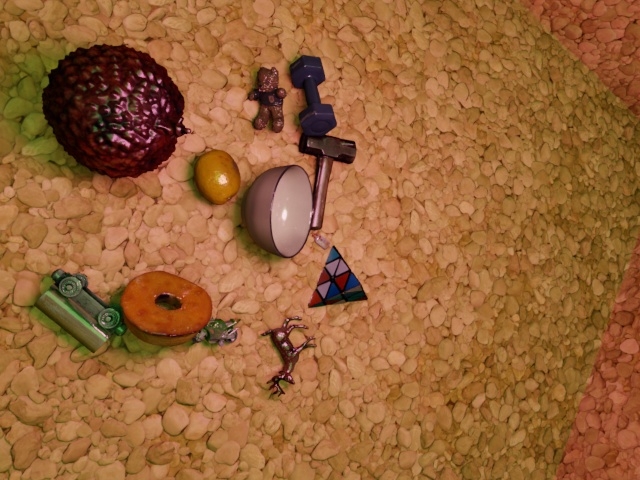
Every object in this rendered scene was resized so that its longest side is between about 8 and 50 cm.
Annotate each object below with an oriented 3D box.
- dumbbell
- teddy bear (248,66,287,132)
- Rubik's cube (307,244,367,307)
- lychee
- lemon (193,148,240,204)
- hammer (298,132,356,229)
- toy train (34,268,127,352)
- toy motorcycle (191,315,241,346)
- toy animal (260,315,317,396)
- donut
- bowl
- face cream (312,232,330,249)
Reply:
[{"bbox_3d":[-0.032,-0.585,1.838,0.143,0.156,0.317,14,58,-48],"label":"dumbbell"},{"bbox_3d":[-0.205,-0.560,1.822,0.181,0.129,0.252,6,107,18],"label":"teddy bear"},{"bbox_3d":[0.133,0.194,1.831,0.249,0.234,0.285,32,74,-16],"label":"Rubik's cube"},{"bbox_3d":[-0.638,-0.408,1.480,0.499,0.425,0.425,24,76,11],"label":"lychee"},{"bbox_3d":[-0.386,-0.239,1.704,0.169,0.170,0.208,-21,86,-22],"label":"lemon"},{"bbox_3d":[0.010,-0.239,1.899,0.242,0.095,0.410,11,84,-21],"label":"hammer"},{"bbox_3d":[-0.797,0.236,1.520,0.307,0.126,0.189,46,72,-13],"label":"toy train"},{"bbox_3d":[-0.385,0.330,1.686,0.190,0.074,0.106,11,94,-42],"label":"toy motorcycle"},{"bbox_3d":[-0.136,0.450,1.799,0.259,0.087,0.244,-31,83,-19],"label":"toy animal"},{"bbox_3d":[-0.532,0.242,1.572,0.302,0.110,0.303,18,37,-14],"label":"donut"},{"bbox_3d":[-0.178,-0.115,1.726,0.184,0.354,0.355,7,80,23],"label":"bowl"},{"bbox_3d":[0.000,0.000,1.908,0.083,0.021,0.040,38,73,-14],"label":"face cream"}]
